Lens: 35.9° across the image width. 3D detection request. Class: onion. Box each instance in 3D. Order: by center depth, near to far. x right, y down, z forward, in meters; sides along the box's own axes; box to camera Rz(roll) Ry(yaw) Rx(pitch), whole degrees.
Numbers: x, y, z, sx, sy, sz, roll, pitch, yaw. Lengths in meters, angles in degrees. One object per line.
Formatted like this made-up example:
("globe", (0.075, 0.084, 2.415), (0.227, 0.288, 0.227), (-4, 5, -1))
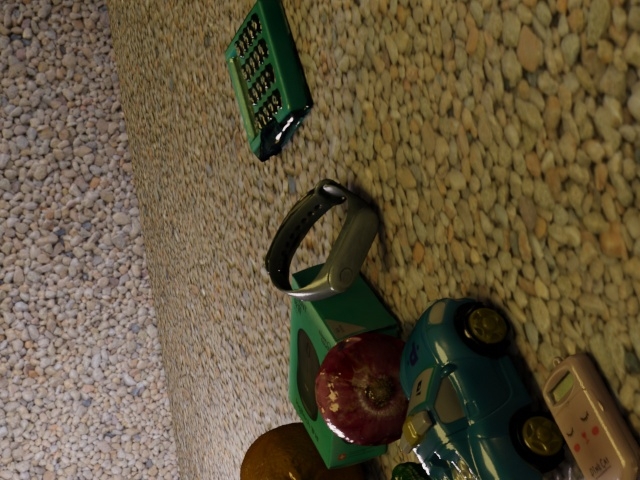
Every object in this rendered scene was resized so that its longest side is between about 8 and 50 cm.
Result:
("onion", (0.080, 0.228, 1.522), (0.153, 0.177, 0.177), (-51, -46, -75))

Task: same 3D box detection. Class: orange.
("orange", (-0.035, 0.465, 1.846), (0.264, 0.264, 0.264), (168, 90, -69))

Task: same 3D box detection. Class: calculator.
("calculator", (0.308, 0.209, 1.128), (0.100, 0.032, 0.175), (109, 144, -54))
("calculator", (-0.106, -0.299, 1.869), (0.274, 0.058, 0.248), (145, 110, -66))

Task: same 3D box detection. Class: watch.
("watch", (0.000, 0.000, 1.626), (0.193, 0.068, 0.206), (13, 77, 49))

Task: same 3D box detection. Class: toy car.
("toy car", (0.180, 0.224, 1.291), (0.198, 0.166, 0.314), (115, 138, -53))

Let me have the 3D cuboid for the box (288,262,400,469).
("box", (0.032, 0.216, 1.722), (0.205, 0.118, 0.311), (-128, 32, -46))

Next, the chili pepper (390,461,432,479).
("chili pepper", (0.187, 0.422, 1.498), (0.253, 0.083, 0.099), (27, 117, 59))
